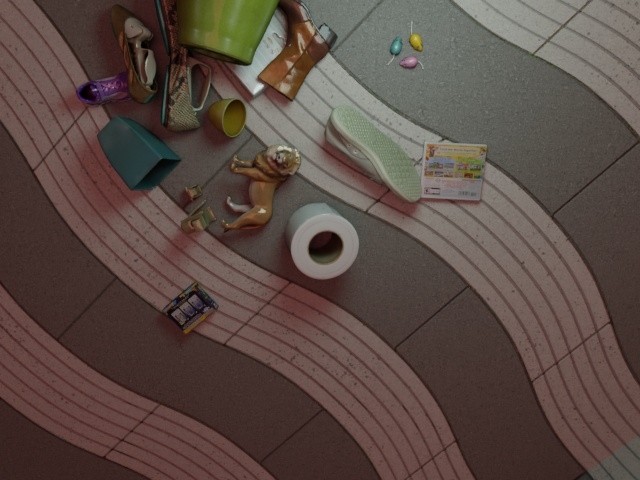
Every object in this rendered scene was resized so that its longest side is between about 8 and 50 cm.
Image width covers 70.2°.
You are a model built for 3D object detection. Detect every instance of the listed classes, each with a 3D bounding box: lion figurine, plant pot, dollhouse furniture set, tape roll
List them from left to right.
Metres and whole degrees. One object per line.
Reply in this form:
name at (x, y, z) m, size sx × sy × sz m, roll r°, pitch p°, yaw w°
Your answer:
plant pot at (-0.666, -0.321, 1.639) m, size 0.166 × 0.165 × 0.234 m, roll -43°, pitch 91°, yaw 11°
dollhouse furniture set at (-0.483, -0.111, 1.667) m, size 0.101 × 0.182 × 0.160 m, roll -23°, pitch 102°, yaw 7°
plant pot at (-0.342, -0.445, 1.621) m, size 0.095 × 0.134 × 0.134 m, roll 20°, pitch 105°, yaw 22°
plant pot at (-0.293, -0.750, 1.410) m, size 0.367 × 0.366 × 0.352 m, roll 15°, pitch 103°, yaw -2°
lion figurine at (-0.221, -0.178, 1.684) m, size 0.240 × 0.142 × 0.392 m, roll 12°, pitch 118°, yaw -9°
tape roll at (0.000, 0.000, 1.657) m, size 0.246 × 0.169 × 0.246 m, roll -4°, pitch 110°, yaw -11°

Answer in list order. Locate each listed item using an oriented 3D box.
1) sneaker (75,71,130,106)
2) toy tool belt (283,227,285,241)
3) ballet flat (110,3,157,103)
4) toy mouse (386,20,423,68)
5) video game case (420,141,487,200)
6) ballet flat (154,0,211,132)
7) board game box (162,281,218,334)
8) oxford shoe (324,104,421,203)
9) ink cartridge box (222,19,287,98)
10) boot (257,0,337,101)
sneaker at (-0.757, -0.535, 1.614) m, size 0.237 × 0.104 × 0.095 m, roll -15°, pitch 101°, yaw 4°
toy tool belt at (-0.113, -0.036, 1.747) m, size 0.083 × 0.052 × 0.051 m, roll -36°, pitch 69°, yaw 6°
ballet flat at (-0.620, -0.644, 1.553) m, size 0.124 × 0.116 × 0.342 m, roll -8°, pitch 93°, yaw 35°
toy mouse at (0.294, -0.654, 1.588) m, size 0.143 × 0.031 × 0.161 m, roll -29°, pitch 101°, yaw 8°
video game case at (0.486, -0.255, 1.682) m, size 0.227 × 0.026 × 0.206 m, roll 3°, pitch 104°, yaw 2°
ballet flat at (-0.472, -0.621, 1.576) m, size 0.182 × 0.164 × 0.482 m, roll -4°, pitch 110°, yaw -19°
board game box at (-0.521, 0.272, 1.830) m, size 0.170 × 0.048 × 0.141 m, roll -38°, pitch 101°, yaw 10°
oxford shoe at (0.190, -0.296, 1.637) m, size 0.449 × 0.169 × 0.130 m, roll 40°, pitch 143°, yaw -15°
ink cartridge box at (-0.212, -0.643, 1.609) m, size 0.225 × 0.056 × 0.181 m, roll -42°, pitch 99°, yaw -8°
boot at (-0.123, -0.668, 1.568) m, size 0.264 × 0.096 × 0.280 m, roll 37°, pitch 98°, yaw -20°
